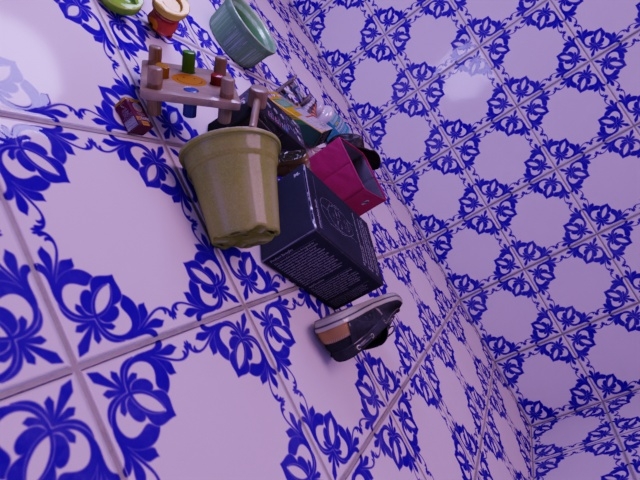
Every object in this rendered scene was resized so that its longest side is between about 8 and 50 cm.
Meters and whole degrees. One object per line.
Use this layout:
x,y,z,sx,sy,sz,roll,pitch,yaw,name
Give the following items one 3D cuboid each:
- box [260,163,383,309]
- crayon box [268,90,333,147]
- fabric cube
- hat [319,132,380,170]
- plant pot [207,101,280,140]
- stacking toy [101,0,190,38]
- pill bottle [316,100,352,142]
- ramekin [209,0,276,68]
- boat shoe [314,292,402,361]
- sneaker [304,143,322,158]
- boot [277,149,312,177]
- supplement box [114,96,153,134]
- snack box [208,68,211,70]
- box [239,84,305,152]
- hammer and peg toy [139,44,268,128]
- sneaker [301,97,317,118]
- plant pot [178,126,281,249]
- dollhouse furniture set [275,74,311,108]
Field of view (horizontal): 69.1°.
0.000,0.000,1.552,0.395,0.211,0.294,39,29,-41,box
-0.119,-0.537,2.051,0.322,0.083,0.203,34,23,2,crayon box
0.079,-0.230,1.953,0.254,0.258,0.259,14,48,-61,fabric cube
0.126,-0.422,2.182,0.331,0.331,0.134,29,64,-51,hat
-0.236,-0.330,1.491,0.188,0.167,0.187,45,15,-31,plant pot
-0.609,-0.790,1.485,0.279,0.130,0.309,-28,84,-42,stacking toy
0.048,-0.636,2.551,0.264,0.146,0.146,42,28,-36,pill bottle
-0.349,-0.922,2.075,0.303,0.148,0.304,46,25,-29,ramekin
0.152,0.284,1.566,0.500,0.186,0.156,-7,73,-61,boat shoe
-0.064,-0.400,2.050,0.290,0.123,0.106,42,29,-33,sneaker
-0.109,-0.185,1.672,0.089,0.236,0.270,-62,144,-42,boot
-0.473,-0.314,1.178,0.083,0.043,0.055,61,21,4,supplement box
-0.373,-0.547,1.713,0.064,0.022,0.178,16,48,-57,snack box
-0.204,-0.401,1.694,0.270,0.165,0.144,33,34,-48,box
-0.307,-0.425,1.289,0.360,0.128,0.266,2,36,-20,hammer and peg toy
-0.053,-0.582,2.336,0.180,0.124,0.321,52,34,-27,sneaker
-0.217,-0.119,1.231,0.276,0.275,0.254,12,62,-61,plant pot
-0.136,-0.696,2.260,0.129,0.128,0.184,48,24,-24,dollhouse furniture set
